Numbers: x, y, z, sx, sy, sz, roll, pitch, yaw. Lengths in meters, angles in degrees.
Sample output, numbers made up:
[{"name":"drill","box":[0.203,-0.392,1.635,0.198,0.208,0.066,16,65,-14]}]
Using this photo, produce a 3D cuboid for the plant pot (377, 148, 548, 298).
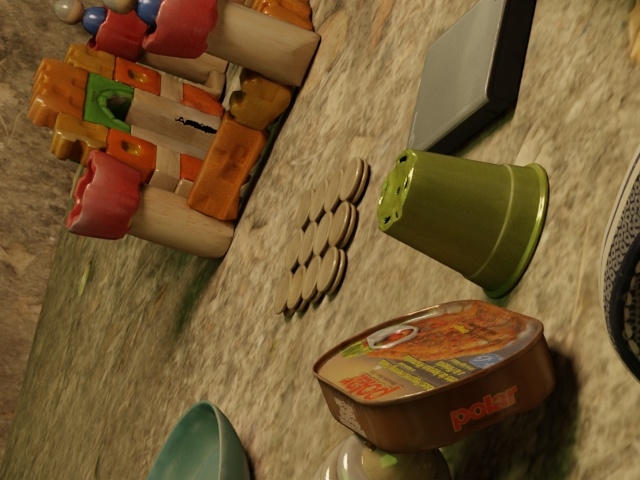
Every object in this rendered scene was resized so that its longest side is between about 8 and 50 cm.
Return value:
[{"name":"plant pot","box":[0.077,-0.017,1.085,0.083,0.079,0.083,-162,90,-75]}]

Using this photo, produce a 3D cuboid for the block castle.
[{"name":"block castle","box":[-0.159,-0.212,1.925,0.453,0.213,0.303,-96,28,-57]}]

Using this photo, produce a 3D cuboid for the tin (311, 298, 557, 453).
[{"name":"tin","box":[0.059,0.072,1.008,0.190,0.106,0.040,-160,53,-76]}]

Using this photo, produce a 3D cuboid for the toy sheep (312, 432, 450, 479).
[{"name":"toy sheep","box":[0.034,0.151,1.037,0.132,0.091,0.091,116,165,-45]}]

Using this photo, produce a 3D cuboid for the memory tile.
[{"name":"memory tile","box":[0.000,0.000,1.481,0.148,0.012,0.113,150,136,-68]}]

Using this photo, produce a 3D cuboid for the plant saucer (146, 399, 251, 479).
[{"name":"plant saucer","box":[-0.121,0.286,1.514,0.317,0.044,0.317,-162,90,-75]}]

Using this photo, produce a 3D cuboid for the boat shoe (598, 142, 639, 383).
[{"name":"boat shoe","box":[0.165,-0.022,0.574,0.158,0.127,0.340,-38,-12,-43]}]

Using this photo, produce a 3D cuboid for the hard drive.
[{"name":"hard drive","box":[0.098,-0.109,1.237,0.135,0.022,0.094,141,145,-65]}]
